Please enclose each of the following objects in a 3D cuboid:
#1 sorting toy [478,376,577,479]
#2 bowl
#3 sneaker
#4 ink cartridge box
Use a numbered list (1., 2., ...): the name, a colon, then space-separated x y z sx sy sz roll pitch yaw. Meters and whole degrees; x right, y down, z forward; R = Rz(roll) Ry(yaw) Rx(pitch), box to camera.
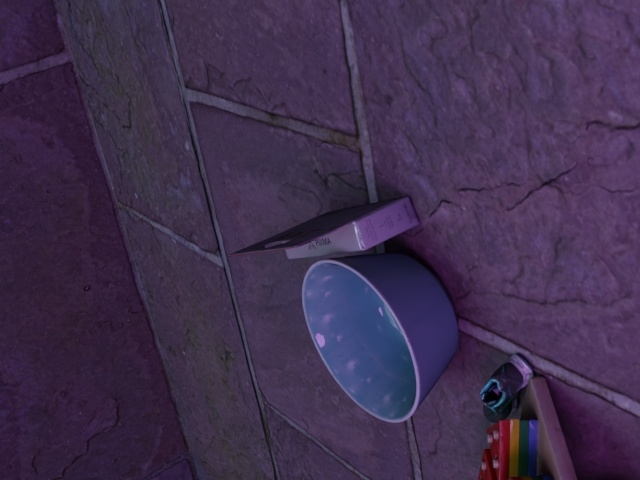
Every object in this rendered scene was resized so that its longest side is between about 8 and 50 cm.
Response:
1. sorting toy: 0.316 0.392 1.376 0.257 0.090 0.255 -94 3 -51
2. bowl: 0.124 0.144 1.550 0.311 0.163 0.311 40 144 37
3. sneaker: 0.290 0.254 1.457 0.065 0.076 0.166 46 147 30
4. ink cartridge box: 0.000 0.000 1.555 0.275 0.239 0.060 -8 105 60
